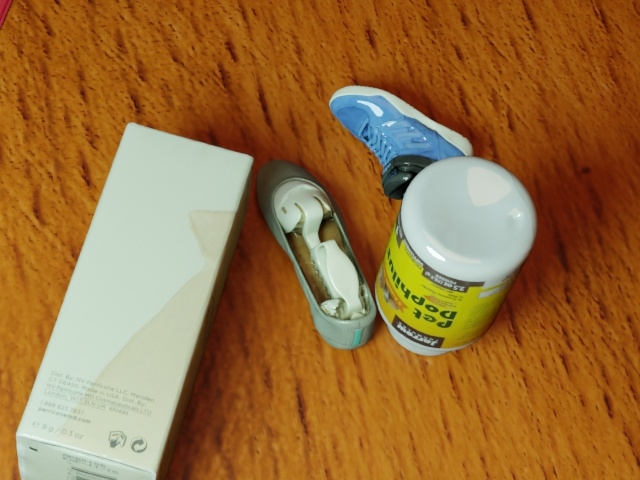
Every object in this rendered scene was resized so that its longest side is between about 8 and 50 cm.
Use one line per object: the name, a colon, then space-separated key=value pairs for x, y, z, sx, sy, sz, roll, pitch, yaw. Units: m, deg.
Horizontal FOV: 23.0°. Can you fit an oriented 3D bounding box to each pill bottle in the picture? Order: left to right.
pill bottle: x=0.114 y=0.023 z=1.396 sx=0.117 sy=0.215 sz=0.117 roll=3 pitch=63 yaw=-6

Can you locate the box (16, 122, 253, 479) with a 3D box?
box: x=-0.159 y=0.069 z=1.381 sx=0.121 sy=0.148 sz=0.311 roll=15 pitch=63 yaw=0

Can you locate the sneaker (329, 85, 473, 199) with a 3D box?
sneaker: x=0.068 y=-0.088 z=1.537 sx=0.152 sy=0.058 sz=0.084 roll=28 pitch=54 yaw=0

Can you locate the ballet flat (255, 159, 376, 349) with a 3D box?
ballet flat: x=0.000 y=0.000 z=1.478 sx=0.072 sy=0.068 sz=0.213 roll=-17 pitch=66 yaw=-15

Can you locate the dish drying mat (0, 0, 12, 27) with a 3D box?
dish drying mat: x=-0.330 y=-0.243 z=1.595 sx=0.032 sy=0.008 sz=0.083 roll=15 pitch=62 yaw=2
